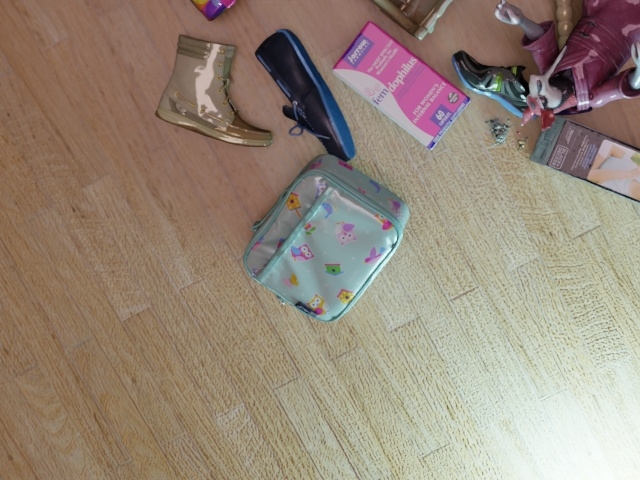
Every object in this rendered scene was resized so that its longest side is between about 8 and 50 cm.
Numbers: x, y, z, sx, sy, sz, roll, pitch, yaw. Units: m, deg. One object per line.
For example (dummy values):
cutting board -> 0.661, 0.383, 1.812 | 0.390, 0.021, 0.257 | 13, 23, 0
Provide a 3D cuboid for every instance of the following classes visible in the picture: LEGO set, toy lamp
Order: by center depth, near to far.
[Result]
toy lamp -> 0.421, -0.356, 1.678 | 0.080, 0.080, 0.275 | -6, 103, 4
LEGO set -> 0.329, -0.190, 1.739 | 0.083, 0.023, 0.054 | 12, 101, 1

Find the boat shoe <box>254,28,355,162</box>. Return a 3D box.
boat shoe -> -0.026, -0.242, 1.722 | 0.089, 0.109, 0.258 | -29, 82, 15

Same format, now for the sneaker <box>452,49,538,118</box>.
sneaker -> 0.312, -0.281, 1.692 | 0.188, 0.067, 0.078 | 27, 129, -8

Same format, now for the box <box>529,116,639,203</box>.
box -> 0.518, -0.118, 1.672 | 0.290, 0.169, 0.087 | 22, 99, 0

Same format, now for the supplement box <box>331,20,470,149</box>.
supplement box -> 0.137, -0.269, 1.691 | 0.220, 0.114, 0.111 | 37, 101, -2

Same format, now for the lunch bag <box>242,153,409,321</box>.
lunch bag -> 0.000, 0.000, 1.714 | 0.224, 0.108, 0.279 | 33, 121, -8

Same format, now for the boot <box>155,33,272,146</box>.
boot -> -0.170, -0.262, 1.727 | 0.213, 0.077, 0.165 | 18, 99, 2

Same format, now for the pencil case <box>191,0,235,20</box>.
pencil case -> -0.225, -0.488, 1.675 | 0.104, 0.104, 0.236 | -41, 95, 9

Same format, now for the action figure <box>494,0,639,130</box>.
action figure -> 0.446, -0.326, 1.588 | 0.248, 0.275, 0.370 | 41, 94, 22

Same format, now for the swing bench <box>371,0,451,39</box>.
swing bench -> 0.150, -0.509, 1.622 | 0.254, 0.165, 0.253 | 39, 100, -10
